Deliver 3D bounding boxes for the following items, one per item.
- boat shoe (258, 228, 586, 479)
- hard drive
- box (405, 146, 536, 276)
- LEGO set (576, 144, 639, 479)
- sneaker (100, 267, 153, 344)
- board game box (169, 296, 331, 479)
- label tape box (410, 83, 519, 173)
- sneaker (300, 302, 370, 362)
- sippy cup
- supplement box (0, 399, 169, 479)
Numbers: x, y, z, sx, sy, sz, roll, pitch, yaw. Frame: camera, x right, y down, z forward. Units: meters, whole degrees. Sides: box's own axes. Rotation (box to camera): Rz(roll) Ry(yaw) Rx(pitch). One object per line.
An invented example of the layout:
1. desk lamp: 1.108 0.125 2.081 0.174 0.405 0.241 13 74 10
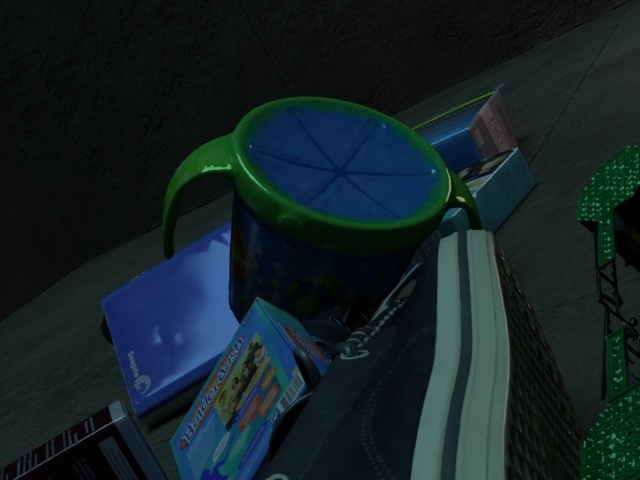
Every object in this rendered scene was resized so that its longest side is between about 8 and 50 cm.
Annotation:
1. boat shoe: 0.056 0.119 0.586 0.156 0.186 0.500 -23 8 16
2. hard drive: -0.117 0.071 1.389 0.319 0.040 0.210 -32 47 4
3. box: 0.189 -0.039 1.423 0.100 0.060 0.244 -21 13 37
4. LEGO set: 0.277 0.044 0.570 0.255 0.192 0.331 -45 17 26
5. sneaker: -0.213 0.089 1.783 0.330 0.129 0.147 -28 -3 -32
6. board game box: -0.054 0.150 0.889 0.160 0.047 0.210 -59 20 5
7. label tape box: 0.178 -0.123 1.735 0.249 0.115 0.348 -24 8 24
8. sneaker: 0.026 0.116 1.020 0.226 0.086 0.163 -19 17 49
9. sippy cup: 0.000 0.000 1.177 0.240 0.305 0.224 -43 -24 -48
10. supplement box: -0.241 0.255 0.929 0.239 0.130 0.073 -30 10 -11
